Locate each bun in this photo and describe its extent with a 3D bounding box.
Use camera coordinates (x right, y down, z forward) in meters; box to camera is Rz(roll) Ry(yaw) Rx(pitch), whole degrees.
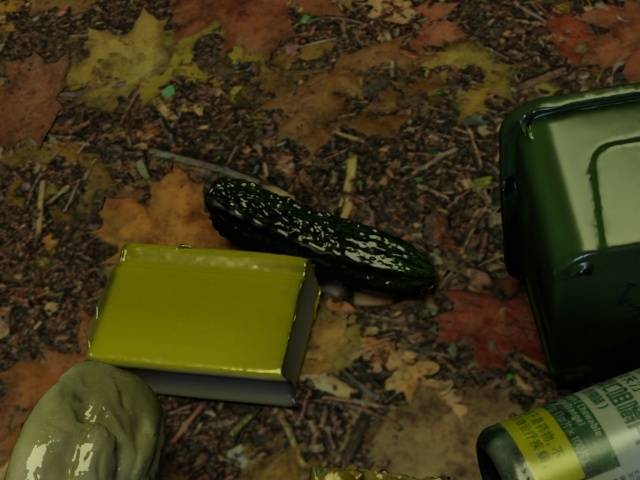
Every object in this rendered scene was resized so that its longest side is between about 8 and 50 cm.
[{"bbox_3d":[-0.200,0.224,1.276,0.116,0.210,0.237,11,40,18],"label":"bun"}]

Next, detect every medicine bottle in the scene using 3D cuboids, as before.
[{"bbox_3d":[0.297,0.186,1.260,0.293,0.141,0.141,-19,50,-7],"label":"medicine bottle"}]

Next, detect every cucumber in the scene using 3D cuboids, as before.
[{"bbox_3d":[-0.001,0.001,1.506,0.265,0.077,0.077,20,57,25],"label":"cucumber"}]

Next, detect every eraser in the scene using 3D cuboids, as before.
[{"bbox_3d":[-0.121,0.083,1.463,0.226,0.069,0.158,4,56,13],"label":"eraser"}]

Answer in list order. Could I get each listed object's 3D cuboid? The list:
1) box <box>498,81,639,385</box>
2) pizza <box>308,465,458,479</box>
[{"bbox_3d":[0.305,0.002,1.306,0.252,0.329,0.178,-11,62,4],"label":"box"},{"bbox_3d":[0.099,0.333,1.158,0.258,0.087,0.268,5,90,24],"label":"pizza"}]
